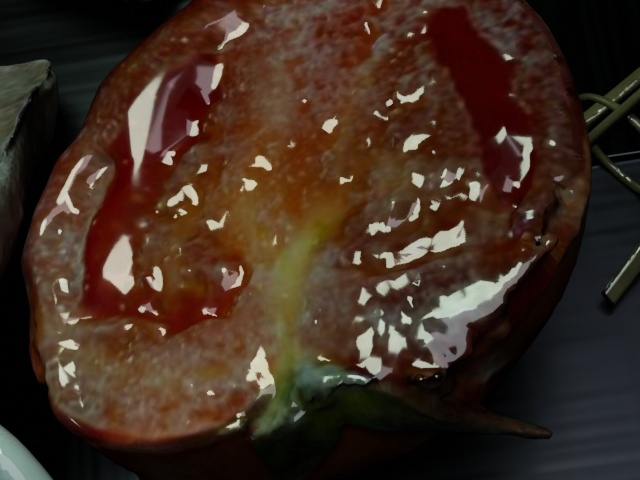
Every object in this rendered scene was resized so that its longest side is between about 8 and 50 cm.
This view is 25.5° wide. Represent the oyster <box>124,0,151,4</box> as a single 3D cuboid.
[{"bbox_3d":[-0.154,-0.230,0.930,0.163,0.081,0.191,9,66,-18],"label":"oyster"}]

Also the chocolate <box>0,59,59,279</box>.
[{"bbox_3d":[-0.239,-0.011,0.767,0.185,0.100,0.303,-13,27,4],"label":"chocolate"}]

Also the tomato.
[{"bbox_3d":[0.002,0.006,0.743,0.309,0.170,0.309,-8,56,13],"label":"tomato"}]

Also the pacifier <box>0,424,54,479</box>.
[{"bbox_3d":[-0.213,0.185,0.593,0.239,0.287,0.226,0,24,33],"label":"pacifier"}]

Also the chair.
[{"bbox_3d":[0.204,-0.076,0.803,0.095,0.104,0.221,44,81,-8],"label":"chair"}]
